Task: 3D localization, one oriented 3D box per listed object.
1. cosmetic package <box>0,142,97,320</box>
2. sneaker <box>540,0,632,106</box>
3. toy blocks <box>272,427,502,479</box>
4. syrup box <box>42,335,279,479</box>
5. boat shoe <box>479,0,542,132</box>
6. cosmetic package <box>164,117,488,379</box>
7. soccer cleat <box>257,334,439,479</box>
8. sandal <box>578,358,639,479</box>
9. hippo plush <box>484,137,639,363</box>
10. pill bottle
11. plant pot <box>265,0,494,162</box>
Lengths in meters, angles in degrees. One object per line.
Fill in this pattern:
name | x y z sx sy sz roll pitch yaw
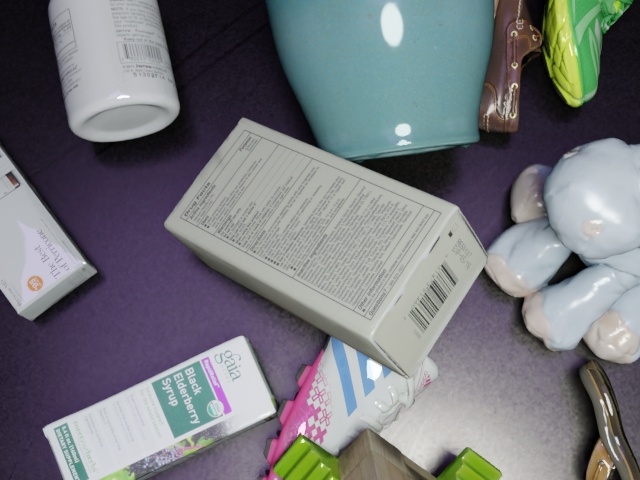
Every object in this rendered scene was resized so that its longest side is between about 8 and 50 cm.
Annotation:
cosmetic package | -0.375 -0.030 1.145 0.099 0.060 0.239 -39 80 -6
sneaker | 0.332 -0.305 1.167 0.123 0.109 0.296 7 78 6
toy blocks | 0.133 0.346 0.904 0.381 0.261 0.191 37 101 -13
syrup box | -0.168 0.198 1.074 0.236 0.096 0.093 -25 78 -3
boat shoe | 0.229 -0.228 1.169 0.073 0.073 0.207 12 87 21
cosmetic package | 0.000 0.000 1.034 0.309 0.113 0.160 27 77 38
soccer cleat | 0.044 0.169 1.063 0.143 0.116 0.331 21 78 11
sandal | 0.313 0.241 1.065 0.060 0.090 0.219 -19 80 15
hippo plush | 0.332 0.005 1.035 0.294 0.236 0.234 2 78 1
pill bottle | -0.251 -0.244 1.153 0.131 0.131 0.229 -13 78 -2
plant pot | 0.071 -0.220 1.090 0.271 0.271 0.255 -7 93 -1
